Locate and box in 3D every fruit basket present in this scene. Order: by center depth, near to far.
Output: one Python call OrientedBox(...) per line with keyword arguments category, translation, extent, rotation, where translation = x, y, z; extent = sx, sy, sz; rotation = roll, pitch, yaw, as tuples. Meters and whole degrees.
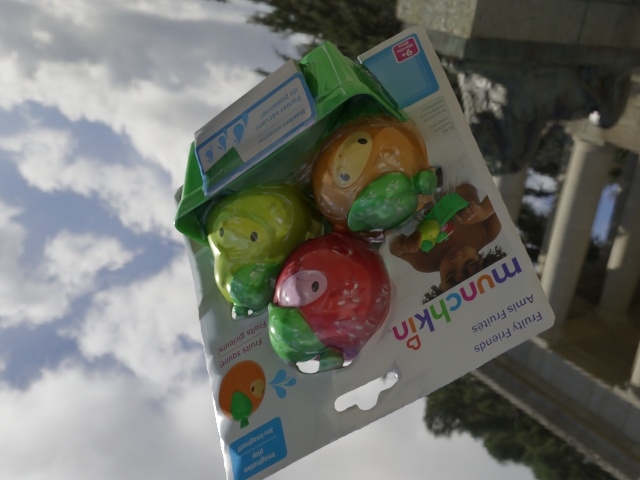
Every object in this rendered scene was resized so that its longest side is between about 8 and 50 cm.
OrientedBox(category="fruit basket", translation=(0.000, 0.000, 0.786), extent=(0.165, 0.327, 0.353), rotation=(36, -149, -42))
